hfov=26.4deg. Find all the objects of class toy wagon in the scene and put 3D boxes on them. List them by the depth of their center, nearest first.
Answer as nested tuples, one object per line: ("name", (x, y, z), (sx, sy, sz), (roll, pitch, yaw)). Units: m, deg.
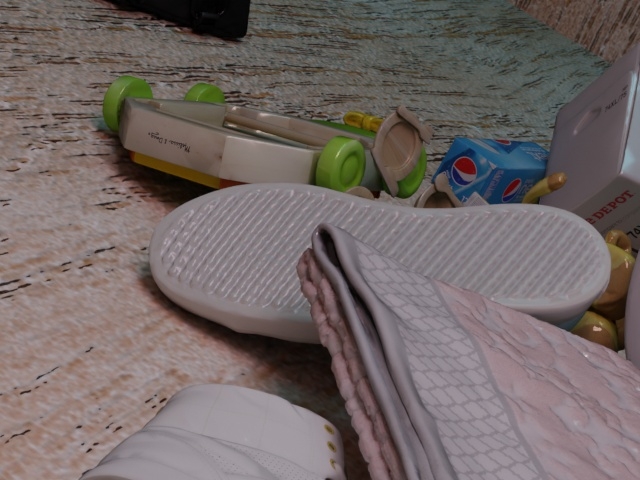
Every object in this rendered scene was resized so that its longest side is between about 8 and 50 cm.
("toy wagon", (-0.032, -0.094, 1.324), (0.267, 0.068, 0.344), (19, 12, 30))

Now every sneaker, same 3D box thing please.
("sneaker", (0.017, 0.175, 0.781), (0.292, 0.108, 0.169), (29, 24, 5))
("sneaker", (0.043, 0.050, 1.111), (0.366, 0.150, 0.135), (5, 55, -5))

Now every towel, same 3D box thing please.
("towel", (0.151, 0.127, 0.889), (0.317, 0.053, 0.332), (24, 20, -23))

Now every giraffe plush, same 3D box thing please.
("giraffe plush", (0.235, 0.053, 1.276), (0.170, 0.181, 0.210), (24, 35, -46))

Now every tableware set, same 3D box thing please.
("tableware set", (0.062, -0.025, 1.204), (0.020, 0.168, 0.141), (18, -27, 41))

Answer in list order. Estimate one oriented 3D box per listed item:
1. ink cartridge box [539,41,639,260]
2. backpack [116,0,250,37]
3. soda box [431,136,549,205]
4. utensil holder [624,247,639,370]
("ink cartridge box", (0.430, -0.068, 1.641), (0.270, 0.198, 0.197), (23, 61, -13))
("backpack", (-0.173, -0.481, 1.737), (0.290, 0.355, 0.273), (12, 25, -35))
("soda box", (0.231, -0.082, 1.712), (0.071, 0.067, 0.210), (40, 23, 28))
("utensil holder", (0.489, 0.080, 1.099), (0.385, 0.327, 0.327), (10, 27, -35))
